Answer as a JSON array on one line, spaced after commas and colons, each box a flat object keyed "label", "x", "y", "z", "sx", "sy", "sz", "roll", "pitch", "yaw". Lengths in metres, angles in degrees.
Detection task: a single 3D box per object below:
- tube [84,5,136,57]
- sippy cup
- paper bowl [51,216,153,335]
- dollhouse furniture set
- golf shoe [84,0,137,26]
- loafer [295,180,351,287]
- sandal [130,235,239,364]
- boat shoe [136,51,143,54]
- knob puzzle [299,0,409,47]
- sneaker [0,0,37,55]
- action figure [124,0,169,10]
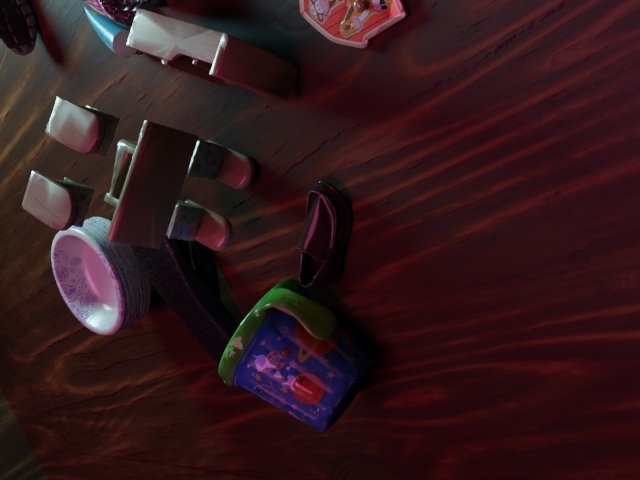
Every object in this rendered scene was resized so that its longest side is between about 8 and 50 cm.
[{"label": "tube", "x": -0.425, "y": -0.416, "z": 1.581, "sx": 0.207, "sy": 0.052, "sz": 0.080, "roll": 38, "pitch": 153, "yaw": 48}, {"label": "sippy cup", "x": -0.032, "y": 0.227, "z": 1.473, "sx": 0.224, "sy": 0.305, "sz": 0.240, "roll": 35, "pitch": 92, "yaw": 14}, {"label": "paper bowl", "x": -0.524, "y": 0.079, "z": 1.948, "sx": 0.284, "sy": 0.148, "sz": 0.284, "roll": 21, "pitch": 123, "yaw": 36}, {"label": "dollhouse furniture set", "x": -0.242, "y": -0.164, "z": 1.363, "sx": 0.256, "sy": 0.362, "sz": 0.394, "roll": 26, "pitch": 99, "yaw": 38}, {"label": "golf shoe", "x": -0.420, "y": -0.484, "z": 1.591, "sx": 0.186, "sy": 0.067, "sz": 0.086, "roll": 36, "pitch": 176, "yaw": 14}, {"label": "loafer", "x": 0.000, "y": 0.000, "z": 1.398, "sx": 0.080, "sy": 0.078, "sz": 0.220, "roll": 26, "pitch": 130, "yaw": 35}, {"label": "sandal", "x": -0.285, "y": 0.092, "z": 1.761, "sx": 0.168, "sy": 0.107, "sz": 0.445, "roll": -12, "pitch": 116, "yaw": 48}, {"label": "boat shoe", "x": -0.356, "y": -0.394, "z": 1.574, "sx": 0.133, "sy": 0.049, "sz": 0.042, "roll": 8, "pitch": 114, "yaw": 53}, {"label": "knob puzzle", "x": 0.026, "y": -0.379, "z": 1.186, "sx": 0.213, "sy": 0.030, "sz": 0.213, "roll": 26, "pitch": 129, "yaw": 36}, {"label": "sneaker", "x": -0.758, "y": -0.571, "z": 1.889, "sx": 0.267, "sy": 0.101, "sz": 0.106, "roll": 68, "pitch": 162, "yaw": -9}, {"label": "action figure", "x": -0.338, "y": -0.563, "z": 1.419, "sx": 0.185, "sy": 0.099, "sz": 0.284, "roll": 15, "pitch": 120, "yaw": 48}]
